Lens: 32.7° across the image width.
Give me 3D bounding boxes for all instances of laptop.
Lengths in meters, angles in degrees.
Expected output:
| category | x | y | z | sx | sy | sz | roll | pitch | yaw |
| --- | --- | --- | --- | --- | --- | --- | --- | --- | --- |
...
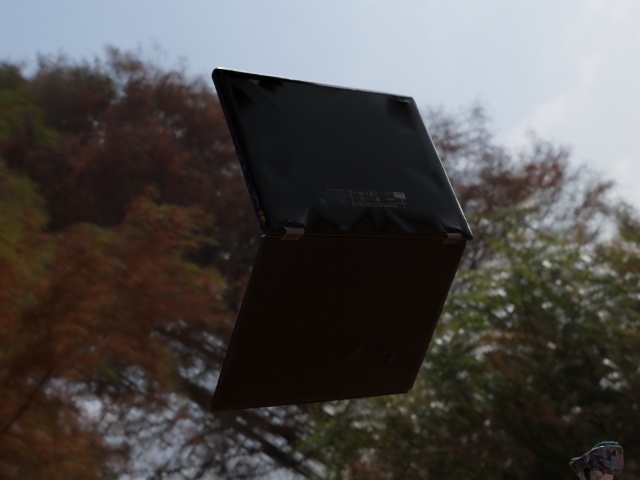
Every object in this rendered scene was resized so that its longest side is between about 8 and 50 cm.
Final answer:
| category | x | y | z | sx | sy | sz | roll | pitch | yaw |
| --- | --- | --- | --- | --- | --- | --- | --- | --- | --- |
| laptop | 0.000 | 0.000 | 1.577 | 0.382 | 0.408 | 0.236 | 2 | -30 | -41 |

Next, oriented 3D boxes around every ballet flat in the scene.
| category | x | y | z | sx | sy | sz | roll | pitch | yaw |
| --- | --- | --- | --- | --- | --- | --- | --- | --- | --- |
| ballet flat | 0.277 | 0.231 | 1.099 | 0.041 | 0.041 | 0.114 | -54 | -10 | -17 |
